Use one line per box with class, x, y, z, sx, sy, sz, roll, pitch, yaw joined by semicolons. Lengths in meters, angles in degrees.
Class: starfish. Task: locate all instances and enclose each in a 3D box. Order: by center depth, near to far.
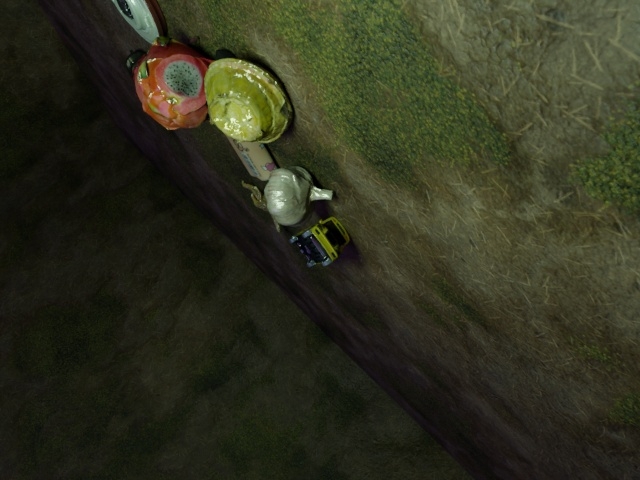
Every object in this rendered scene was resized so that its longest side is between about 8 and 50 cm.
starfish;-0.249;-0.172;2.200;0.299;0.060;0.302;54;169;-1

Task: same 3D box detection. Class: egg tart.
egg tart;-0.220;-0.381;1.417;0.290;0.116;0.290;15;146;10

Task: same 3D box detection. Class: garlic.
garlic;-0.060;-0.150;1.627;0.211;0.219;0.219;0;138;28

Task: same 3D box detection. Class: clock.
clock;-0.655;-0.822;1.704;0.318;0.080;0.318;42;163;16

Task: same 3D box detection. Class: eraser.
eraser;-0.270;-0.359;1.791;0.171;0.087;0.291;26;154;47

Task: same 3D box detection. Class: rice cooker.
rice cooker;-0.765;-0.735;2.115;0.106;0.112;0.165;49;164;16

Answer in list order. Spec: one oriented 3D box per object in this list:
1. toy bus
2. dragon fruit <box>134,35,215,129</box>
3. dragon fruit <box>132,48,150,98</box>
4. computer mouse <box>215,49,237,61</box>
toy bus;0.000;0.000;1.818;0.145;0.151;0.331;55;165;-5
dragon fruit;-0.446;-0.503;1.573;0.291;0.290;0.189;53;154;-18
dragon fruit;-0.561;-0.555;1.806;0.233;0.233;0.293;23;133;54
computer mouse;-0.251;-0.479;1.488;0.217;0.073;0.122;44;165;4
